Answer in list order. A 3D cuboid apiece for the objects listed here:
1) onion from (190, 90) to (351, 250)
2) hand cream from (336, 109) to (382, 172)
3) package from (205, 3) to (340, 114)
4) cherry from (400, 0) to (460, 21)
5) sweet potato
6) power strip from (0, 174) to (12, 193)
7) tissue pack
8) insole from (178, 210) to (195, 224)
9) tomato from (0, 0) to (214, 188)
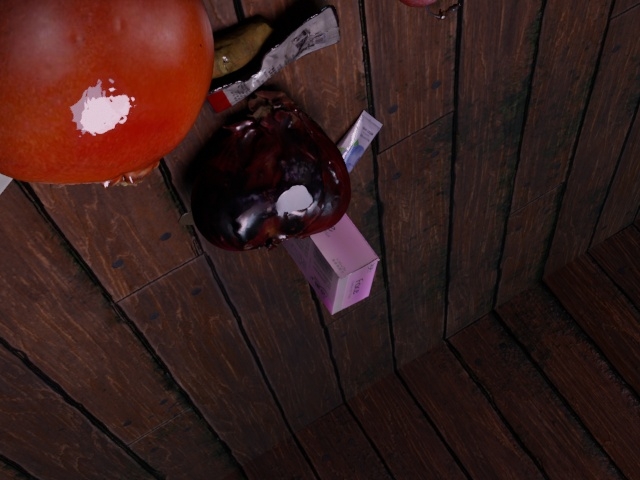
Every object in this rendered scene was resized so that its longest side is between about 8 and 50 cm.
[{"bbox_3d":[-0.090,-0.092,1.519,0.281,0.221,0.280,-8,123,-13],"label":"onion"},{"bbox_3d":[0.061,-0.179,1.733,0.142,0.053,0.084,-51,150,9],"label":"hand cream"},{"bbox_3d":[-0.071,-0.270,1.385,0.239,0.030,0.154,-36,176,0],"label":"package"},{"bbox_3d":[0.177,-0.414,1.434,0.107,0.090,0.225,-61,157,14],"label":"cherry"},{"bbox_3d":[-0.182,-0.255,1.294,0.273,0.075,0.075,-23,152,-27],"label":"sweet potato"},{"bbox_3d":[-0.489,-0.083,1.234,0.338,0.058,0.098,-45,153,20],"label":"power strip"},{"bbox_3d":[0.000,0.000,1.729,0.093,0.246,0.148,-26,154,-21],"label":"tissue pack"},{"bbox_3d":[-0.207,-0.045,1.686,0.135,0.002,0.045,-6,142,-45],"label":"insole"},{"bbox_3d":[-0.278,-0.216,1.017,0.322,0.321,0.321,-27,153,-15],"label":"tomato"}]
